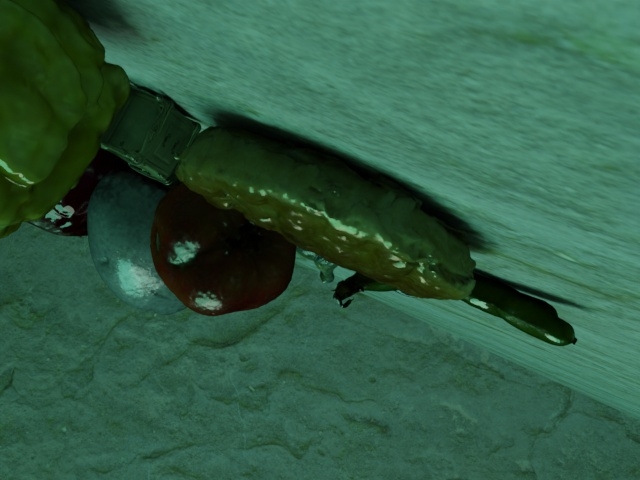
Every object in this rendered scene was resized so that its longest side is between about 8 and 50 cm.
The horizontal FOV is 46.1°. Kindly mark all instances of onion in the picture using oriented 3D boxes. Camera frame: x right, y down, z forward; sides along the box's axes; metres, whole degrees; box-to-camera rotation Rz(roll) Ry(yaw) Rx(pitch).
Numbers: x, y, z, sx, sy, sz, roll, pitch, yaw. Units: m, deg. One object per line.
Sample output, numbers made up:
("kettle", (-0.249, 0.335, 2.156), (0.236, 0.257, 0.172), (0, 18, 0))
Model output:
("onion", (-0.453, -0.112, 1.332), (0.207, 0.216, 0.206), (31, 178, 10))

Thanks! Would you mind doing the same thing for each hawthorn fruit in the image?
("hawthorn fruit", (-0.150, -0.002, 1.053), (0.207, 0.207, 0.243), (28, 169, -28))

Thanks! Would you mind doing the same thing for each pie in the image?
("pie", (0.012, -0.025, 0.801), (0.340, 0.083, 0.339), (23, 173, 3))

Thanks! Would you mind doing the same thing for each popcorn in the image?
("popcorn", (-0.273, -0.107, 0.550), (0.225, 0.249, 0.249), (48, 164, -30))

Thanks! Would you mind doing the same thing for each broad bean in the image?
("broad bean", (0.166, 0.071, 0.939), (0.292, 0.049, 0.144), (10, -155, 10))

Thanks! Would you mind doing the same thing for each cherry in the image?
("cherry", (-0.269, -0.016, 1.281), (0.218, 0.296, 0.255), (24, -156, 31))

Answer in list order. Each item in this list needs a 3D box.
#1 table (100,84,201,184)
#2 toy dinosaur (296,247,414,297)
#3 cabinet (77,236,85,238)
("table", (-0.186, -0.116, 0.806), (0.062, 0.079, 0.083), (24, 174, 25))
("toy dinosaur", (-0.005, 0.000, 1.160), (0.363, 0.076, 0.147), (31, 164, -1))
("cabinet", (-0.700, -0.189, 1.784), (0.318, 0.227, 0.290), (22, 175, 37))
